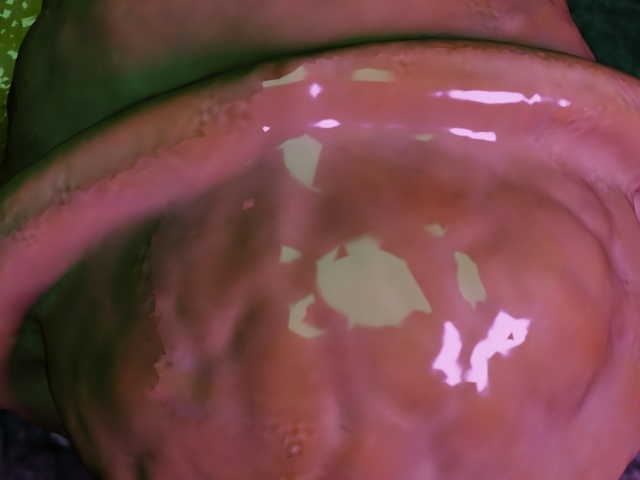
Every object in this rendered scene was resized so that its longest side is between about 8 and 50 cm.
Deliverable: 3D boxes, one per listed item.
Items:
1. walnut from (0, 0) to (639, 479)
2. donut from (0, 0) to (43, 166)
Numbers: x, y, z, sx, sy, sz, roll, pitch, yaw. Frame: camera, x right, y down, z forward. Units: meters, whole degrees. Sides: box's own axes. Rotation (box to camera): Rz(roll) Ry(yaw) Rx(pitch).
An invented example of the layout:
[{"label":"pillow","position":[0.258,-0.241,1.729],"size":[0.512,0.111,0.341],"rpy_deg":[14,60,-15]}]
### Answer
[{"label":"walnut","position":[0.000,0.000,0.535],"size":[0.285,0.285,0.296],"rpy_deg":[-11,67,-6]},{"label":"donut","position":[-0.213,-0.110,0.640],"size":[0.253,0.118,0.253],"rpy_deg":[7,65,-15]}]
